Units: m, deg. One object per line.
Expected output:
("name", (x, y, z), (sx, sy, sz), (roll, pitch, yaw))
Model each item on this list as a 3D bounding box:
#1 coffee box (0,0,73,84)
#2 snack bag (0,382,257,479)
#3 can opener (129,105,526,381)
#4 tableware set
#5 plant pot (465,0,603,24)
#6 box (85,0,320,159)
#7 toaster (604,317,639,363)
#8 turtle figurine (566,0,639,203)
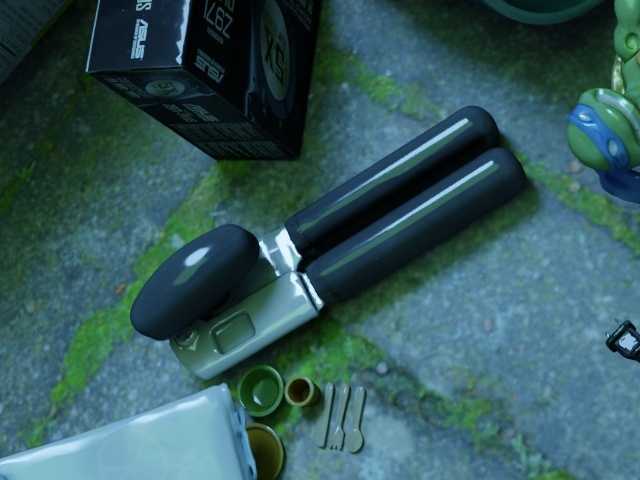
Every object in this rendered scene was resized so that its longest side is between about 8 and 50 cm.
("coffee box", (-0.400, -0.293, 0.865), (0.337, 0.338, 0.334), (40, 89, 16))
("snack bag", (-0.166, 0.289, 0.721), (0.342, 0.037, 0.323), (-17, 75, -8))
("can opener", (0.000, 0.000, 0.795), (0.283, 0.095, 0.076), (-32, 65, 13))
("tableware set", (-0.028, 0.164, 0.798), (0.104, 0.024, 0.154), (4, 77, 26))
("plant pot", (0.069, -0.298, 0.777), (0.255, 0.271, 0.272), (21, 84, 43))
("box", (-0.075, -0.154, 0.828), (0.077, 0.180, 0.147), (1, 75, 25))
("toaster", (0.290, 0.057, 0.631), (0.227, 0.129, 0.146), (32, 85, 31))
("turtle figurine", (0.254, -0.156, 0.646), (0.266, 0.275, 0.198), (-34, 37, -12))
